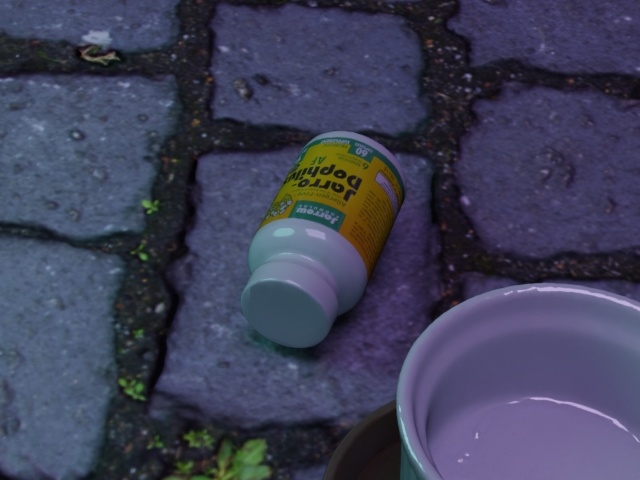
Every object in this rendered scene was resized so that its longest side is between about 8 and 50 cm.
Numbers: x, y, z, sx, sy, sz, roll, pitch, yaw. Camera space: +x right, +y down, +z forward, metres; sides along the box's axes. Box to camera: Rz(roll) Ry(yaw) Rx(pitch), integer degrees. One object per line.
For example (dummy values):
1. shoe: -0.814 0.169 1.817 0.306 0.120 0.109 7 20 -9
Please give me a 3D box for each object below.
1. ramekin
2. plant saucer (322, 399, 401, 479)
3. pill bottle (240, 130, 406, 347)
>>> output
1. ramekin: 0.192 0.178 1.214 0.277 0.135 0.277 3 43 -3
2. plant saucer: 0.135 0.238 1.271 0.278 0.041 0.278 2 45 -2
3. pill bottle: 0.000 0.000 1.446 0.117 0.117 0.208 16 46 11
